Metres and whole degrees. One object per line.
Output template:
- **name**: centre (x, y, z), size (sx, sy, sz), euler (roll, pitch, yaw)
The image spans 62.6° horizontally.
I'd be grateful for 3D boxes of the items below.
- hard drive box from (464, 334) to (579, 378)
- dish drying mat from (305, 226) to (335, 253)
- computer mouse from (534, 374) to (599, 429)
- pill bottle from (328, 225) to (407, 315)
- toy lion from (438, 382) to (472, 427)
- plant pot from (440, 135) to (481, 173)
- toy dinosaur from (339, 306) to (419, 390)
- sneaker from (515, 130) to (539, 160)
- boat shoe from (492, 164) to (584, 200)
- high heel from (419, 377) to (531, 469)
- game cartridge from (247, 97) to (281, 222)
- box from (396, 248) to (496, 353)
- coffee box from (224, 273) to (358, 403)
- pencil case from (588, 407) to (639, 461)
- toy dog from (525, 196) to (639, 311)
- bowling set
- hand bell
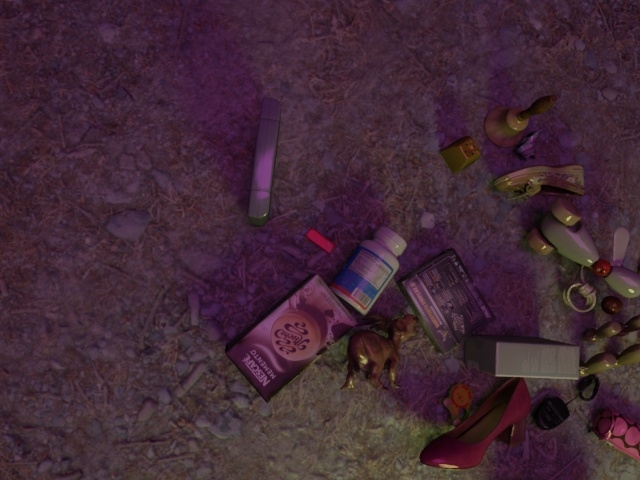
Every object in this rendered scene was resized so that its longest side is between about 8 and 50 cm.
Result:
- **hard drive box**: centre (0.531, 0.307, 1.407), size (0.232, 0.181, 0.089), euler (5, 85, -8)
- **dish drying mat**: centre (0.000, 0.000, 1.431), size (0.083, 0.008, 0.032), euler (37, 81, -5)
- **computer mouse**: centre (0.701, 0.459, 1.500), size (0.242, 0.041, 0.071), euler (-27, 73, -16)
- **pill bottle**: centre (0.129, 0.076, 1.388), size (0.124, 0.124, 0.221), euler (38, 79, -5)
- **toy lion**: centre (0.380, 0.446, 1.447), size (0.096, 0.034, 0.100), euler (-25, 90, -19)
- **plant pot**: centre (0.404, -0.248, 1.484), size (0.081, 0.083, 0.081), euler (-32, 91, -12)
- **toy dinosaur**: centre (0.132, 0.269, 1.331), size (0.295, 0.127, 0.201), euler (10, 77, -54)
- **sneaker**: centre (0.621, -0.272, 1.551), size (0.098, 0.038, 0.069), euler (-42, 106, -16)
- **boat shoe**: centre (0.632, -0.161, 1.505), size (0.285, 0.104, 0.089), euler (-6, 83, -11)
- **high heel**: centre (0.401, 0.465, 1.371), size (0.377, 0.127, 0.181), euler (-4, 94, -36)
- **game cartridge**: centre (-0.140, -0.192, 1.329), size (0.062, 0.198, 0.297), euler (7, 84, -9)
- **box**: centre (0.346, 0.166, 1.451), size (0.183, 0.056, 0.231), euler (-32, 90, -10)
- **coffee box**: centre (-0.077, 0.242, 1.339), size (0.297, 0.119, 0.168), euler (-40, 93, -11)
- **pencil case**: centre (0.874, 0.564, 1.489), size (0.209, 0.095, 0.098), euler (29, 46, -4)
- **toy dog**: centre (0.743, 0.016, 1.484), size (0.334, 0.220, 0.161), euler (56, 41, -4)
- **bowling set**: centre (0.849, 0.268, 1.503), size (0.286, 0.154, 0.200), euler (-5, 65, -9)
- **hand bell**: centre (0.562, -0.345, 1.440), size (0.126, 0.242, 0.126), euler (1, 85, -9)
